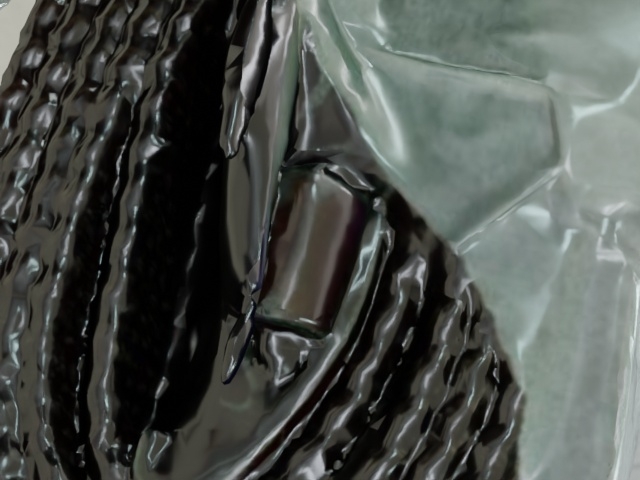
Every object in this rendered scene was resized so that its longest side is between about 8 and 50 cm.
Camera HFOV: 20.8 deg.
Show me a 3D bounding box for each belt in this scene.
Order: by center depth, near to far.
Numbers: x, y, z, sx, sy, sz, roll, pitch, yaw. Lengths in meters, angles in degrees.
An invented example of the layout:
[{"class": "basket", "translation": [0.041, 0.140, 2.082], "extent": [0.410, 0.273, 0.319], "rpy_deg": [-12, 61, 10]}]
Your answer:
[{"class": "belt", "translation": [0.000, 0.000, 0.459], "extent": [0.164, 0.184, 0.289], "rpy_deg": [64, 37, -67]}]

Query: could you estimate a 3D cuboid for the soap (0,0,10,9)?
[{"class": "soap", "translation": [-0.194, -0.096, 0.726], "extent": [0.302, 0.159, 0.257], "rpy_deg": [-10, 105, -40]}]
